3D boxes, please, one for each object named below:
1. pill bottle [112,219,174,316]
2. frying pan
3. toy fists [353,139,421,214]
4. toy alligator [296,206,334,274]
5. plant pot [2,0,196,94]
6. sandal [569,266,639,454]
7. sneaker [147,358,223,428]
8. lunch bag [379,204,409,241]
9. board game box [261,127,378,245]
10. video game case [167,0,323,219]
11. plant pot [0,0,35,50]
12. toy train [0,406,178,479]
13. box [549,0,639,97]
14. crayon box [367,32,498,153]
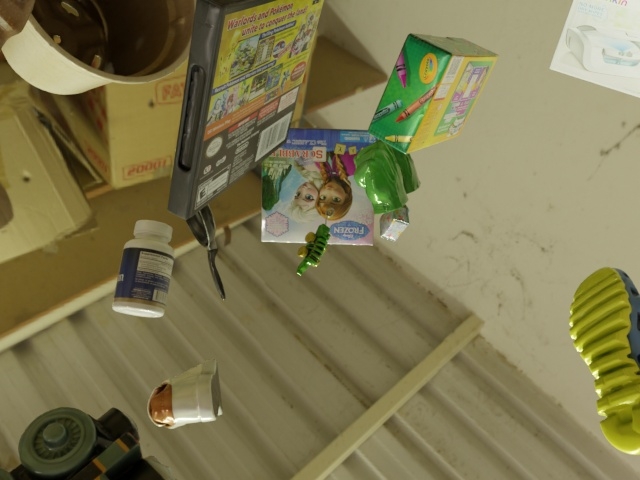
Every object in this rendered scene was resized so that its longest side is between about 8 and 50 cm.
[{"bbox_3d":[-0.325,0.052,1.069,0.094,0.094,0.170,7,-107,-2],"label":"pill bottle"},{"bbox_3d":[-0.287,-0.018,1.445,0.053,0.197,0.326,-27,-97,-23],"label":"frying pan"},{"bbox_3d":[0.147,-0.159,1.290,0.096,0.143,0.279,-14,-168,26],"label":"toy fists"},{"bbox_3d":[0.000,0.000,1.377,0.051,0.056,0.190,7,-116,52],"label":"toy alligator"},{"bbox_3d":[-0.448,-0.421,1.070,0.305,0.334,0.334,-5,-151,47],"label":"plant pot"},{"bbox_3d":[0.518,0.195,0.959,0.138,0.126,0.318,13,-120,-21],"label":"sandal"},{"bbox_3d":[-0.241,0.274,1.031,0.122,0.290,0.106,-9,-101,-7],"label":"sneaker"},{"bbox_3d":[0.175,-0.053,1.357,0.053,0.071,0.083,16,-135,-18],"label":"lunch bag"},{"bbox_3d":[-0.004,-0.151,1.593,0.318,0.319,0.066,1,-168,2],"label":"board game box"},{"bbox_3d":[-0.084,-0.188,0.703,0.035,0.248,0.275,26,-144,9],"label":"video game case"},{"bbox_3d":[-0.250,-0.167,0.287,0.165,0.167,0.167,36,-129,6],"label":"plant pot"},{"bbox_3d":[-0.293,0.316,0.559,0.190,0.142,0.334,34,-133,22],"label":"toy train"},{"bbox_3d":[0.620,-0.418,1.111,0.261,0.231,0.127,26,-115,18],"label":"box"},{"bbox_3d":[0.201,-0.255,0.984,0.081,0.166,0.278,33,-151,19],"label":"crayon box"}]
